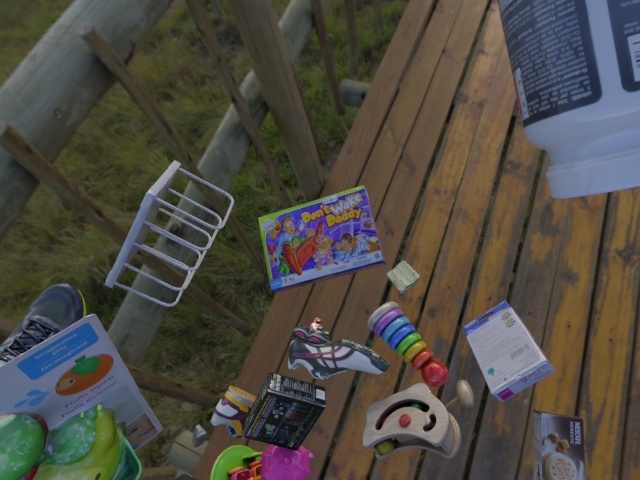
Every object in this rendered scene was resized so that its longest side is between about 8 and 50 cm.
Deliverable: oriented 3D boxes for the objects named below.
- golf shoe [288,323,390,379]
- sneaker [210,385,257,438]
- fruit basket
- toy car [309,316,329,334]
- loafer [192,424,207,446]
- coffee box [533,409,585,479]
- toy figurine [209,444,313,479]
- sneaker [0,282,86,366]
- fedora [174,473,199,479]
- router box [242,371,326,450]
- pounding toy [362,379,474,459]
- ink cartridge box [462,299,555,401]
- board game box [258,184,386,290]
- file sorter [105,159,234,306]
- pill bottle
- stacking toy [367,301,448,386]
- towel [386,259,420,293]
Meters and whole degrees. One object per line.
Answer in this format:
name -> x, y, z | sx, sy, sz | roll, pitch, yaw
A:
golf shoe -> 0.042, 0.305, 1.085 | 0.272, 0.105, 0.120 | 11, 74, 30
sneaker -> -0.149, 0.374, 0.890 | 0.069, 0.185, 0.084 | 18, 67, 51
fruit basket -> -0.333, 0.258, 0.436 | 0.327, 0.353, 0.165 | -32, 67, -30
toy car -> -0.005, 0.385, 1.588 | 0.053, 0.225, 0.239 | -3, 66, -9
loafer -> -0.395, 0.635, 1.389 | 0.045, 0.125, 0.039 | -17, 59, -34
coffee box -> 0.837, 0.740, 1.500 | 0.141, 0.098, 0.247 | 4, 75, 12
toy figurine -> -0.073, 0.397, 0.734 | 0.159, 0.173, 0.130 | -36, 58, 29
sneaker -> -0.521, 0.211, 0.750 | 0.111, 0.121, 0.300 | 25, 67, -11
fedora -> -0.343, 0.760, 1.169 | 0.333, 0.334, 0.153 | 25, 63, 22
router box -> -0.056, 0.265, 0.655 | 0.092, 0.123, 0.038 | 20, 29, -12
pounding toy -> 0.246, 0.444, 0.990 | 0.269, 0.155, 0.154 | -30, 31, 15
ink cartridge box -> 0.583, 0.339, 1.359 | 0.185, 0.065, 0.311 | -41, 21, 18
board game box -> 0.000, 0.000, 1.292 | 0.346, 0.078, 0.234 | -16, 74, 13
file sorter -> -0.356, -0.006, 1.029 | 0.173, 0.278, 0.193 | 29, 26, -15
pill bottle -> 0.393, -0.256, 0.617 | 0.210, 0.210, 0.364 | -13, 94, 5
stacking toy -> 0.317, 0.379, 1.516 | 0.141, 0.141, 0.330 | -36, 59, -8
towel -> 0.340, 0.147, 1.758 | 0.110, 0.027, 0.148 | -41, 32, 5
